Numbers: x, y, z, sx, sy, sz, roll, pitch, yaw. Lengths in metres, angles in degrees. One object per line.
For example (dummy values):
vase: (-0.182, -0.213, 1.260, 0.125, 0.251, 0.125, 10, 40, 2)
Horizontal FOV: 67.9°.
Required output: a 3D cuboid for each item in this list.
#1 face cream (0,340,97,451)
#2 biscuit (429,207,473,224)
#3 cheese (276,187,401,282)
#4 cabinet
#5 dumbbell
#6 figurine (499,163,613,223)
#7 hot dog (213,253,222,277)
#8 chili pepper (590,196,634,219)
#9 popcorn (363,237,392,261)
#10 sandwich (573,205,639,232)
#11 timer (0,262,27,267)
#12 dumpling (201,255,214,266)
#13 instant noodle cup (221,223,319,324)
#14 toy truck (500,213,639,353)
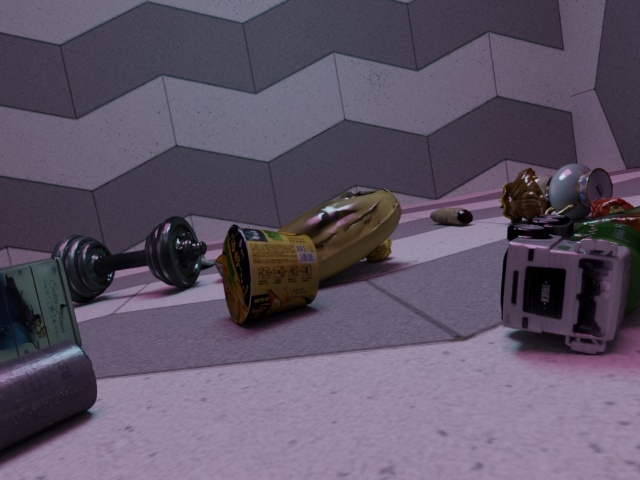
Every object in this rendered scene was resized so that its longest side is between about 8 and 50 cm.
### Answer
face cream: (-0.321, 0.158, 0.363, 0.073, 0.073, 0.283, -6, 7, 37)
biscuit: (0.411, -0.078, 1.502, 0.061, 0.055, 0.219, 9, 2, -8)
cheese: (0.000, 0.000, 0.969, 0.316, 0.128, 0.259, -29, 7, -31)
cabinet: (-0.459, 0.118, 0.638, 0.150, 0.145, 0.206, -9, 6, 7)
dumbbell: (-0.474, 0.050, 1.176, 0.406, 0.179, 0.179, -10, 6, 11)
figurine: (0.576, -0.115, 1.200, 0.189, 0.142, 0.263, -38, 17, -24)
hot dog: (-0.129, 0.042, 1.174, 0.268, 0.075, 0.144, -8, 3, -3)
chili pepper: (0.573, -0.053, 0.935, 0.070, 0.073, 0.123, -53, -15, 22)
popcorn: (0.123, 0.021, 1.080, 0.084, 0.084, 0.084, -10, 6, 1)
sandwich: (0.477, -0.047, 0.577, 0.250, 0.162, 0.301, -15, 4, -9)
timer: (-0.755, 0.125, 0.961, 0.395, 0.173, 0.395, -11, 5, 1)
dumpling: (-0.423, 0.041, 1.524, 0.153, 0.108, 0.219, -12, 8, -16)
instant noodle cup: (-0.078, 0.050, 0.733, 0.122, 0.151, 0.151, 0, 1, -24)
toy truck: (0.271, 0.030, 0.495, 0.125, 0.101, 0.242, 9, 13, 35)
